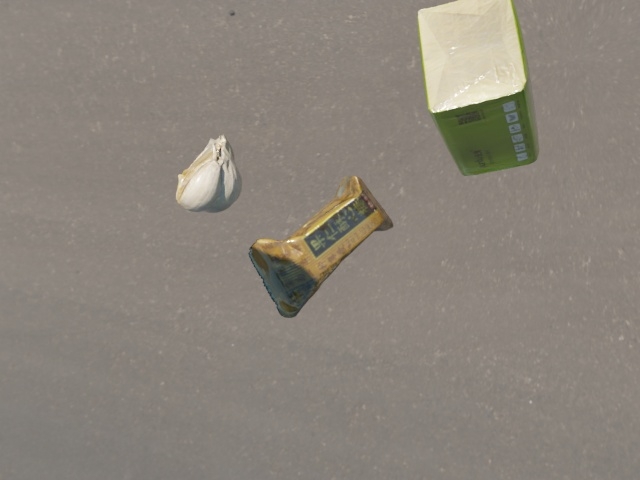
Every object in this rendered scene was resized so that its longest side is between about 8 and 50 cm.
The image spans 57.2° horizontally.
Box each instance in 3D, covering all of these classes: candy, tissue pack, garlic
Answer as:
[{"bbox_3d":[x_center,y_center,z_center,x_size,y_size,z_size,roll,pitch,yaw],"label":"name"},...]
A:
[{"bbox_3d":[0.000,0.000,1.011,0.143,0.271,0.101,55,156,-12],"label":"candy"},{"bbox_3d":[0.284,-0.264,1.039,0.167,0.274,0.200,-9,71,21],"label":"tissue pack"},{"bbox_3d":[-0.252,-0.144,1.416,0.143,0.229,0.178,41,118,-18],"label":"garlic"}]
